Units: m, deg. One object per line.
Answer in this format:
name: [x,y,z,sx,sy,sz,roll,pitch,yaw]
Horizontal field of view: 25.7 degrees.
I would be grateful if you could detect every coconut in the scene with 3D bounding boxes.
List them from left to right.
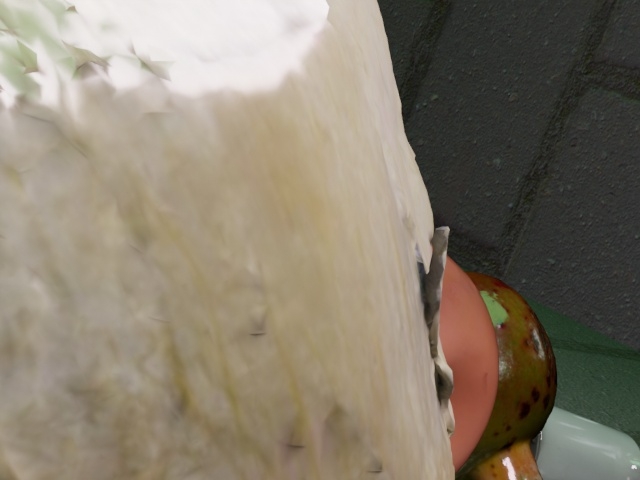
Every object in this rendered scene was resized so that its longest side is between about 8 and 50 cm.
coconut: [-0.144,0.050,0.472,0.405,0.404,0.404,21,7,-3]

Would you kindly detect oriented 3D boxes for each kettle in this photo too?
kettle: [0.216,0.213,1.322,0.148,0.127,0.098,19,39,-32]

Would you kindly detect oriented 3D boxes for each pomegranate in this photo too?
pomegranate: [0.111,0.140,1.194,0.198,0.198,0.246,18,44,-26]

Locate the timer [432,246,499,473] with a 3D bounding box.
timer: [0.009,0.089,1.029,0.215,0.229,0.230,24,7,43]
